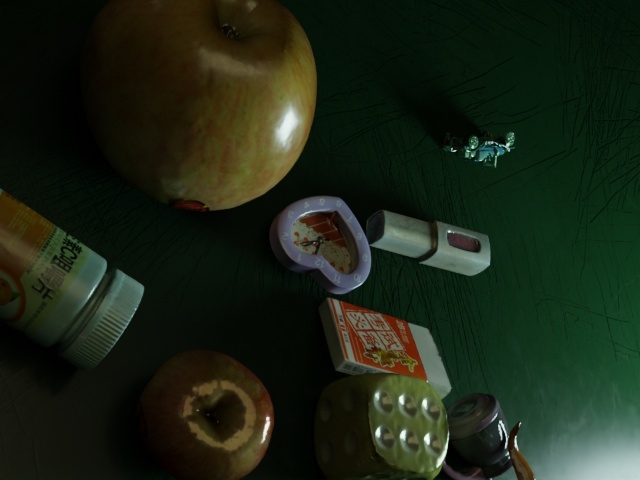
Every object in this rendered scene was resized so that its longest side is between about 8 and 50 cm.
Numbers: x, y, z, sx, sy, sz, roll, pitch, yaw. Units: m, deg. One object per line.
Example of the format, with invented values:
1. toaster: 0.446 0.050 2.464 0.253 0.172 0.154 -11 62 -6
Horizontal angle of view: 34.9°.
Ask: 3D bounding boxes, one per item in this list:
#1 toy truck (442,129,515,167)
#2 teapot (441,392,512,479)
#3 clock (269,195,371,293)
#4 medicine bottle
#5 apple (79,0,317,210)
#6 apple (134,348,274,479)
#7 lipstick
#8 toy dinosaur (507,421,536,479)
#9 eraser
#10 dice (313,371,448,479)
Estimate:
1. toy truck: 0.335 -0.193 2.161 0.154 0.080 0.078 -8 101 -37
2. teapot: 0.288 0.369 1.842 0.148 0.116 0.146 -44 107 -43
3. clock: 0.000 0.000 1.839 0.198 0.064 0.172 30 55 -20
4. medicine bottle: -0.428 0.042 1.466 0.318 0.158 0.158 36 53 -15
5. apple: -0.191 -0.251 1.645 0.391 0.346 0.391 15 57 -25
6. apple: -0.177 0.267 1.535 0.209 0.164 0.209 7 72 -21
7. lipstick: 0.208 0.002 1.974 0.252 0.077 0.079 15 62 -27
8. toy dinosaur: 0.386 0.559 1.820 0.208 0.097 0.432 19 69 -31
9. eraser: 0.114 0.192 1.806 0.230 0.038 0.157 19 32 -26
10. dice: 0.099 0.319 1.694 0.169 0.169 0.166 12 63 -30
